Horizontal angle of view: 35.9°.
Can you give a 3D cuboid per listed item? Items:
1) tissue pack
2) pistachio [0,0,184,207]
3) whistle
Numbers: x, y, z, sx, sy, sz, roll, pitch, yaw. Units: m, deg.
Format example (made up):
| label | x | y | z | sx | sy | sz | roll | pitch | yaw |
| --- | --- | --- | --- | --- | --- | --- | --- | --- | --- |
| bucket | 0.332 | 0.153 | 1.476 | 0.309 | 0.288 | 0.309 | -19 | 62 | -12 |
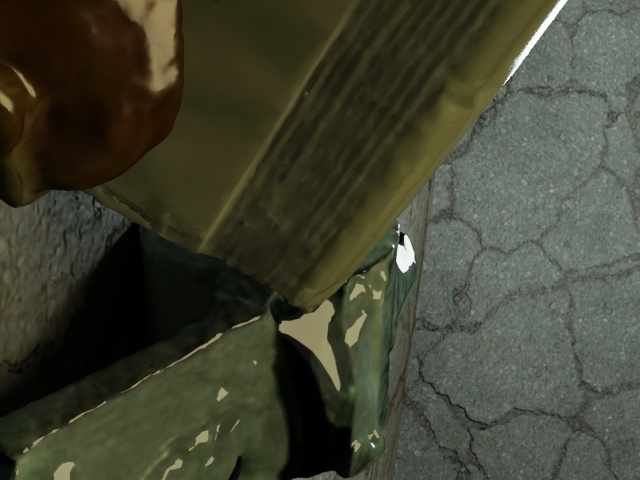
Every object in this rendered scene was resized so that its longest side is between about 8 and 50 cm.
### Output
| label | x | y | z | sx | sy | sz | roll | pitch | yaw |
| --- | --- | --- | --- | --- | --- | --- | --- | --- | --- |
| tissue pack | 0.038 | -0.191 | 0.580 | 0.380 | 0.207 | 0.297 | -55 | -173 | 31 |
| pistachio | -0.117 | -0.119 | 0.410 | 0.165 | 0.130 | 0.210 | -15 | 103 | -74 |
| whistle | -0.054 | 0.092 | 0.673 | 0.405 | 0.188 | 0.168 | -60 | 154 | -60 |
